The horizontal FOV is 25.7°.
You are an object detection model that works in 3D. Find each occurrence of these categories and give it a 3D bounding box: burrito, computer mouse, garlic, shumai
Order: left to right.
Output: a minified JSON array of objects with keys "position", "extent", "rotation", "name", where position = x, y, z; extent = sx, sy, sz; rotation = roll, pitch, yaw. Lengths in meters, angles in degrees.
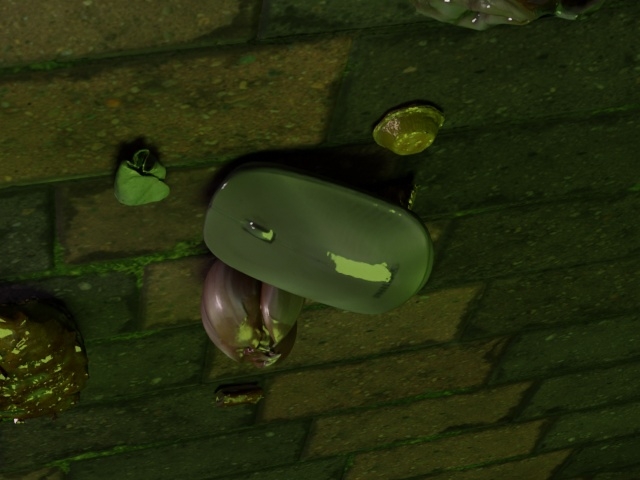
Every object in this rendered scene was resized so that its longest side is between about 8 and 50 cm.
[{"position":[-0.237,-0.087,1.863],"extent":[0.074,0.044,0.118],"rotation":[-12,154,-13],"name":"burrito"},{"position":[-0.109,0.103,2.169],"extent":[0.160,0.191,0.214],"rotation":[16,158,-6],"name":"garlic"},{"position":[-0.001,0.003,1.975],"extent":[0.331,0.095,0.197],"rotation":[18,121,-11],"name":"computer mouse"},{"position":[0.209,-0.287,1.568],"extent":[0.222,0.203,0.272],"rotation":[-11,156,-7],"name":"shumai"}]

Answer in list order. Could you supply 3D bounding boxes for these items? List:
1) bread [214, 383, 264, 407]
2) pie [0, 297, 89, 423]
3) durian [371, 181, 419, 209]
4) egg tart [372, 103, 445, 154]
[{"position":[-0.152,0.289,2.605],"extent":[0.083,0.036,0.047],"rotation":[-2,158,-27],"name":"bread"},{"position":[-0.507,0.185,2.161],"extent":[0.288,0.103,0.354],"rotation":[-16,148,1],"name":"pie"},{"position":[0.064,0.004,2.135],"extent":[0.139,0.144,0.252],"rotation":[-25,155,-33],"name":"durian"},{"position":[0.125,-0.149,1.945],"extent":[0.105,0.039,0.105],"rotation":[-13,154,-7],"name":"egg tart"}]
